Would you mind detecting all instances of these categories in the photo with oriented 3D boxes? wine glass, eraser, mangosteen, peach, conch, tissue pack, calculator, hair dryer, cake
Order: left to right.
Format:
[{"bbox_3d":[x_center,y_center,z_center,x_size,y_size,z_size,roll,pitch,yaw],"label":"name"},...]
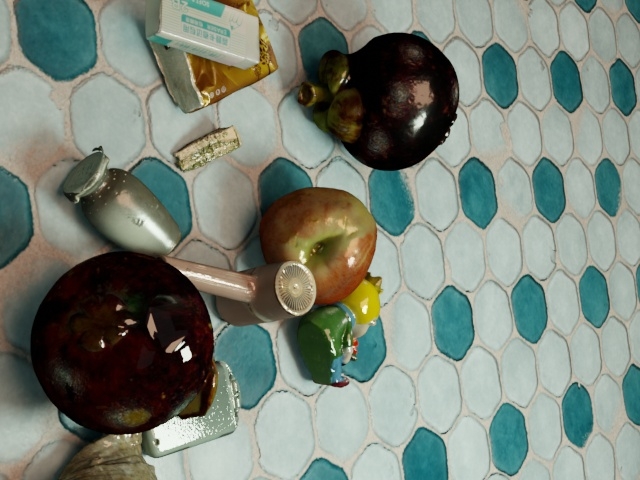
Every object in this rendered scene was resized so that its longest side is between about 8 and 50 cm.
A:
[{"bbox_3d":[-0.327,0.466,1.643,0.352,0.210,0.297,-57,139,-30],"label":"conch"},{"bbox_3d":[-0.335,-0.054,1.774,0.204,0.111,0.111,47,53,-33],"label":"wine glass"},{"bbox_3d":[-0.303,0.162,1.657,0.311,0.311,0.311,9,77,-45],"label":"mangosteen"},{"bbox_3d":[-0.236,0.298,1.865,0.246,0.045,0.141,-11,91,-46],"label":"calculator"},{"bbox_3d":[-0.209,-0.379,1.870,0.225,0.052,0.095,10,72,-43],"label":"eraser"},{"bbox_3d":[-0.219,-0.172,1.976,0.140,0.055,0.051,-28,106,-27],"label":"cake"},{"bbox_3d":[-0.193,0.071,1.850,0.344,0.189,0.107,18,69,-41],"label":"hair dryer"},{"bbox_3d":[-0.202,-0.361,1.976,0.226,0.092,0.183,-36,107,-44],"label":"tissue pack"},{"bbox_3d":[0.000,0.000,2.044,0.257,0.232,0.232,-85,159,-81],"label":"peach"},{"bbox_3d":[0.135,-0.299,2.198,0.297,0.313,0.297,-49,155,-33],"label":"mangosteen"}]

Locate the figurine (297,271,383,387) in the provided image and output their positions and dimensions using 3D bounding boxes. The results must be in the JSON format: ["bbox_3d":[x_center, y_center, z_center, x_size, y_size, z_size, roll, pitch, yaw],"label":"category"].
[{"bbox_3d":[0.055,0.180,2.138,0.234,0.127,0.185,-40,117,-53],"label":"figurine"}]
